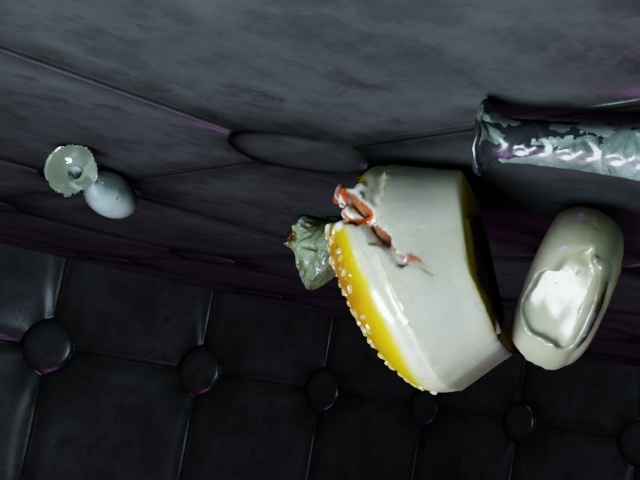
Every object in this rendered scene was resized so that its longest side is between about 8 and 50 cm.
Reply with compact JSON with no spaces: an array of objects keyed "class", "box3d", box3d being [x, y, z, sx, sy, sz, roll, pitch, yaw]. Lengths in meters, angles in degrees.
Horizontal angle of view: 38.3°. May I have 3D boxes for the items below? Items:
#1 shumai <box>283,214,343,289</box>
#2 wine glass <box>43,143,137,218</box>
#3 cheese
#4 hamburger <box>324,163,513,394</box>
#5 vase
[{"class":"shumai","box3d":[0.001,0.000,1.267,0.087,0.124,0.099,47,-156,14]},{"class":"wine glass","box3d":[-0.282,-0.067,1.161,0.066,0.066,0.198,9,172,5]},{"class":"cheese","box3d":[0.269,0.041,1.001,0.082,0.163,0.286,23,-170,13]},{"class":"hamburger","box3d":[0.105,0.042,0.938,0.151,0.227,0.295,-16,163,10]},{"class":"vase","box3d":[0.194,-0.066,0.653,0.167,0.059,0.059,7,171,16]}]
